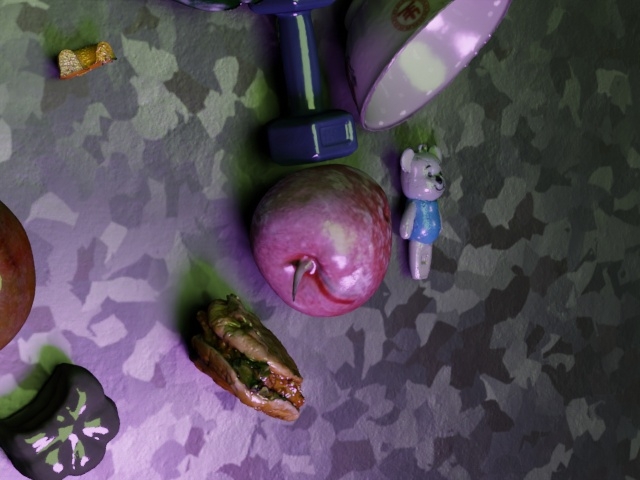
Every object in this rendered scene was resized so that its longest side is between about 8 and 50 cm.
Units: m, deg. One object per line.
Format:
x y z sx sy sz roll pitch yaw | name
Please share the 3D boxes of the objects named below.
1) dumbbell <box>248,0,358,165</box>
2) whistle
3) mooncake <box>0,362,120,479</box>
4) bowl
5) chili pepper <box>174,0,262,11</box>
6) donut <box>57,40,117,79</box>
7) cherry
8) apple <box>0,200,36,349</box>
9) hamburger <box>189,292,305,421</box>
-0.030 -0.278 2.048 0.144 0.156 0.316 -28 112 -61 | dumbbell
0.177 -0.049 2.251 0.114 0.077 0.235 -8 101 -49 | whistle
-0.379 0.264 1.884 0.168 0.104 0.175 19 80 -28 | mooncake
0.144 -0.350 2.117 0.337 0.337 0.157 -36 74 -27 | bowl
-0.159 -0.479 1.883 0.257 0.233 0.248 24 71 -41 | chili pepper
-0.341 -0.264 1.884 0.083 0.067 0.037 -23 90 3 | donut
0.000 0.000 2.053 0.285 0.213 0.236 -60 151 -42 | cherry
-0.490 0.046 1.708 0.257 0.234 0.256 -1 92 -35 | apple
-0.116 0.194 2.005 0.130 0.206 0.183 -42 149 5 | hamburger
